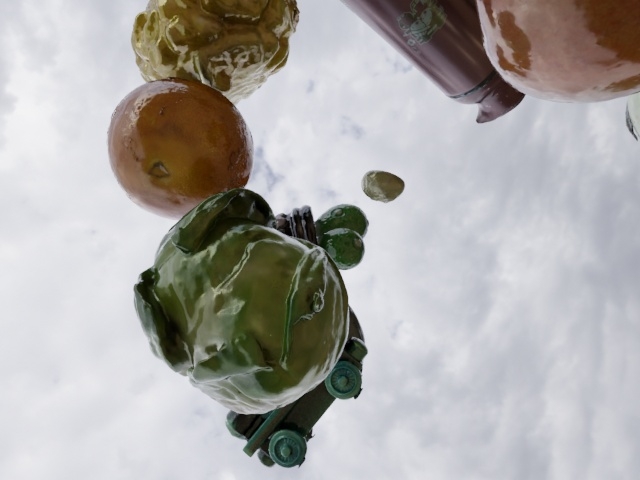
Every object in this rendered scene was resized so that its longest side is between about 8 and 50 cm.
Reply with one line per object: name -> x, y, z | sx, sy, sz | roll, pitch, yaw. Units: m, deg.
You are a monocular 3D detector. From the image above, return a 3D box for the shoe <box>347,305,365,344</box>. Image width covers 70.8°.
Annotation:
shoe -> 0.002, 0.145, 1.085 | 0.132, 0.171, 0.336 | -36, -98, -17

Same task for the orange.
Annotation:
orange -> -0.229, -0.150, 0.754 | 0.240, 0.240, 0.240 | 8, -103, -37

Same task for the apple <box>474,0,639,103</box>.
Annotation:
apple -> 0.249, -0.246, 0.377 | 0.254, 0.253, 0.253 | 8, -103, -37

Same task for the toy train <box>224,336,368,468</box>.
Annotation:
toy train -> -0.050, 0.277, 0.853 | 0.194, 0.120, 0.298 | 39, -88, 5

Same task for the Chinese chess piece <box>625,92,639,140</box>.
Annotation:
Chinese chess piece -> 0.705, -0.249, 0.735 | 0.146, 0.349, 0.349 | 63, -142, -65

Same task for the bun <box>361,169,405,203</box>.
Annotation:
bun -> 0.116, -0.099, 0.860 | 0.086, 0.086, 0.054 | 25, -98, -32

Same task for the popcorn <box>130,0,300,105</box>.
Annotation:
popcorn -> -0.231, -0.445, 0.898 | 0.349, 0.349, 0.381 | -31, -89, -37

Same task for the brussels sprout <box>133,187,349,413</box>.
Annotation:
brussels sprout -> -0.095, 0.085, 0.581 | 0.227, 0.259, 0.294 | -29, -45, -54

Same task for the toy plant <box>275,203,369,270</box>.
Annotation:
toy plant -> 0.000, 0.000, 0.999 | 0.235, 0.218, 0.175 | -9, -63, 1

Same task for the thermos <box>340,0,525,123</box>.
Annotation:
thermos -> 0.170, -0.286, 0.598 | 0.330, 0.109, 0.136 | 29, -84, -28
